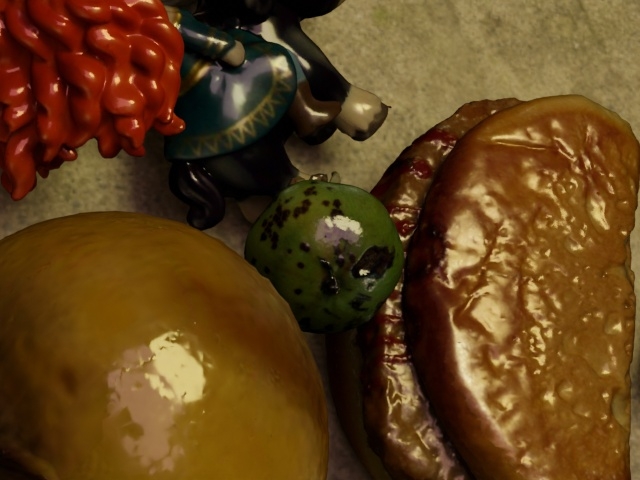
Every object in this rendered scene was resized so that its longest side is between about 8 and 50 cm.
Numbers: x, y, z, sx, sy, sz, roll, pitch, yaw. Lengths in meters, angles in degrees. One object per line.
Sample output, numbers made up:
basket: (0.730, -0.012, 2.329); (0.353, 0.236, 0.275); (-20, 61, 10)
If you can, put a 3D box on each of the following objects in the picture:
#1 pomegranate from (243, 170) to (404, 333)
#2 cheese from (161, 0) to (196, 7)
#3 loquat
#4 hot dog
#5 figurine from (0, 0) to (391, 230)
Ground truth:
pomegranate: (0.000, 0.000, 1.220); (0.122, 0.122, 0.161); (9, 37, -14)
cheese: (-0.170, -0.225, 1.399); (0.400, 0.034, 0.085); (-28, 83, -25)
loquat: (-0.132, 0.140, 1.137); (0.359, 0.328, 0.329); (6, 65, -49)
hot dog: (0.128, 0.062, 1.304); (0.223, 0.185, 0.405); (13, 67, -14)
figurine: (-0.126, -0.171, 1.273); (0.411, 0.241, 0.306); (10, 98, -29)
